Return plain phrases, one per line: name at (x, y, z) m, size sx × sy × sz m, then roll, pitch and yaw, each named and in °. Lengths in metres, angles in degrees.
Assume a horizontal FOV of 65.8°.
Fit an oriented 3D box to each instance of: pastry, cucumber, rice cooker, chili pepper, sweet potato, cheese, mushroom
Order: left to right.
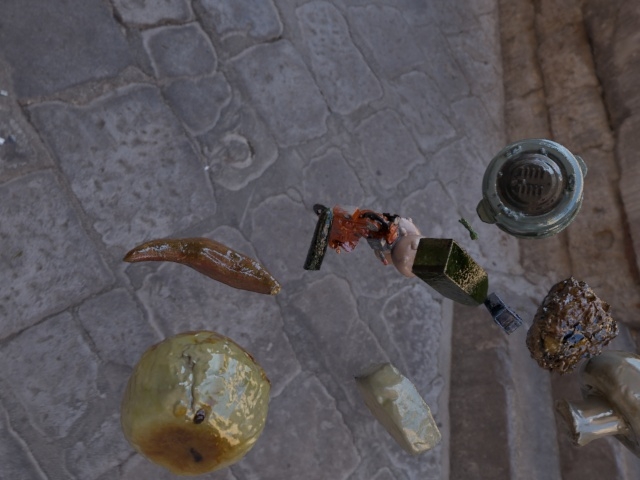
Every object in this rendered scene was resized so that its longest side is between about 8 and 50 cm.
pastry at (-0.321, 0.409, 1.303) m, size 0.389 × 0.388 × 0.312 m, roll 40°, pitch 20°, yaw -21°
sweet potato at (-0.184, 0.035, 0.809) m, size 0.256 × 0.058 × 0.078 m, roll 15°, pitch 53°, yaw 0°
cucumber at (0.000, 0.000, 1.439) m, size 0.052 × 0.214 × 0.058 m, roll 21°, pitch 30°, yaw 6°
cheese at (0.222, 0.492, 1.489) m, size 0.115 × 0.318 × 0.326 m, roll -33°, pitch 121°, yaw -14°
chili pepper at (0.479, -0.038, 1.595) m, size 0.034 × 0.030 × 0.091 m, roll -41°, pitch 95°, yaw -33°
rice cooker at (0.578, -0.136, 1.361) m, size 0.317 × 0.317 × 0.264 m, roll -15°, pitch 71°, yaw -43°
pastry at (0.663, 0.236, 1.306) m, size 0.193 × 0.274 × 0.275 m, roll 25°, pitch 44°, yaw 21°
mushroom at (0.779, 0.452, 1.299) m, size 0.290 × 0.297 × 0.297 m, roll -29°, pitch 92°, yaw -1°

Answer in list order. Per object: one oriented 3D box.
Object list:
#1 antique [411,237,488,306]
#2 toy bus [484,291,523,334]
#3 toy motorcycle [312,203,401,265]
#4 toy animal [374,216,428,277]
antique at (0.291, 0.076, 1.079) m, size 0.221 × 0.080 × 0.081 m, roll 36°, pitch 66°, yaw -43°
toy bus at (0.410, 0.163, 1.121) m, size 0.065 × 0.047 × 0.166 m, roll 46°, pitch 11°, yaw 4°
toy motorcycle at (0.127, -0.035, 1.706) m, size 0.147 × 0.326 × 0.221 m, roll -56°, pitch 137°, yaw -24°
toy animal at (0.340, 0.027, 1.973) m, size 0.221 × 0.210 × 0.229 m, roll 38°, pitch 10°, yaw 24°
